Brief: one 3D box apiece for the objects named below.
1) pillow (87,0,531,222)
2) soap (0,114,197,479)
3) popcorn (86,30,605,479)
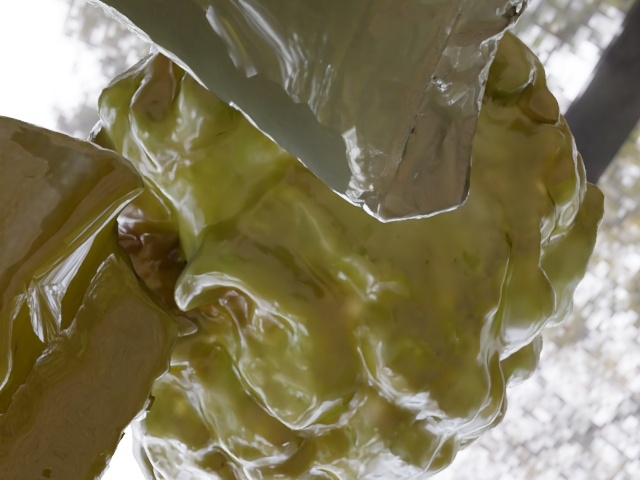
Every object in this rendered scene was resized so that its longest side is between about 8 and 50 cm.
[{"bbox_3d":[-0.025,-0.103,0.485,0.208,0.119,0.053,36,-164,27],"label":"pillow"},{"bbox_3d":[-0.195,0.085,0.500,0.199,0.091,0.315,15,-130,27],"label":"soap"},{"bbox_3d":[-0.011,-0.004,0.745,0.217,0.235,0.181,21,-147,13],"label":"popcorn"}]
